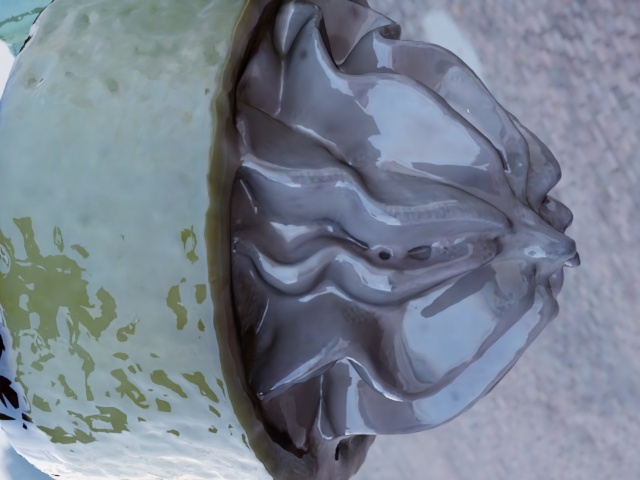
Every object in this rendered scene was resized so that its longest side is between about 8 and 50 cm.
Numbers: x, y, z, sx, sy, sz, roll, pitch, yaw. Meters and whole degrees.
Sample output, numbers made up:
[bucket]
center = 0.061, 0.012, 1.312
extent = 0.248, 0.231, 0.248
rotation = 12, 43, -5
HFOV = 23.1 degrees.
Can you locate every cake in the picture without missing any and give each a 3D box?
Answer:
[cake]
center = 0.000, 0.000, 0.537
extent = 0.208, 0.178, 0.185
rotation = 73, -154, -62

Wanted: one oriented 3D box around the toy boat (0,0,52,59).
[toy boat]
center = -0.040, -0.136, 0.662
extent = 0.111, 0.276, 0.084
rotation = -95, -18, -83
